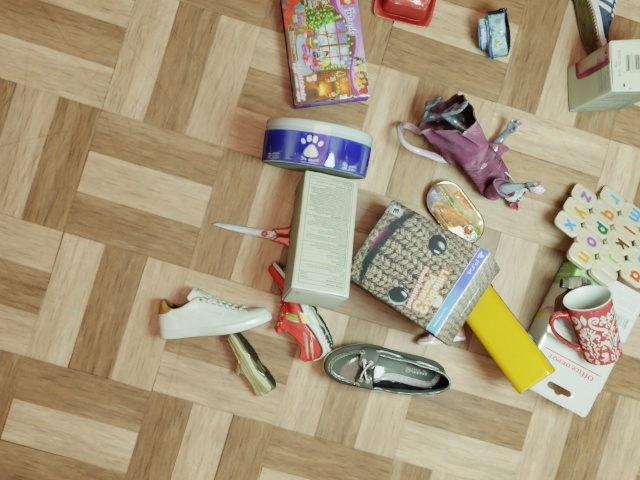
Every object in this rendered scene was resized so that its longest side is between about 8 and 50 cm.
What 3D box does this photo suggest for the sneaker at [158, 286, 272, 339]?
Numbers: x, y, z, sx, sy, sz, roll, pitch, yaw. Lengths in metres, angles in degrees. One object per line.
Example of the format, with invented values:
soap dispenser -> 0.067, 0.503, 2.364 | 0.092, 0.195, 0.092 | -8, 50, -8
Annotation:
sneaker -> -0.271, 0.176, 1.635 | 0.290, 0.106, 0.123 | -6, 92, -3

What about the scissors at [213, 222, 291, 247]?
scissors -> -0.130, -0.006, 1.689 | 0.297, 0.021, 0.109 | -4, 92, -6

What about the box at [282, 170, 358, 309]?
box -> 0.000, 0.000, 1.590 | 0.148, 0.121, 0.311 | 12, 67, -11

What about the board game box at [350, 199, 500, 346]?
board game box -> 0.248, 0.078, 1.589 | 0.291, 0.141, 0.232 | 32, 87, 31

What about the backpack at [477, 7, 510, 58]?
backpack -> 0.458, -0.540, 1.698 | 0.084, 0.105, 0.114 | -7, 91, 18

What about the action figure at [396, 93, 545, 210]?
action figure -> 0.401, -0.193, 1.646 | 0.275, 0.248, 0.370 | -28, 120, 28

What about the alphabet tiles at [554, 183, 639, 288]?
alphabet tiles -> 0.751, -0.014, 1.689 | 0.278, 0.021, 0.284 | 38, 61, 4

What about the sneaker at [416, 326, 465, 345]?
sneaker -> 0.316, 0.239, 1.706 | 0.134, 0.051, 0.070 | -8, 88, -7

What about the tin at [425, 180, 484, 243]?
tin -> 0.358, -0.074, 1.718 | 0.106, 0.040, 0.190 | -37, 92, 0

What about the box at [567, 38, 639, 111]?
box -> 0.757, -0.418, 1.650 | 0.148, 0.232, 0.127 | -3, 89, -4

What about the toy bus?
toy bus -> 0.443, 0.217, 1.622 | 0.108, 0.130, 0.333 | -38, 69, 12

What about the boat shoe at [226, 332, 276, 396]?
boat shoe -> -0.195, 0.322, 1.663 | 0.072, 0.068, 0.190 | -33, 92, 8

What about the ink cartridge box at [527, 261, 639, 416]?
ink cartridge box -> 0.670, 0.256, 1.695 | 0.207, 0.119, 0.353 | 29, 87, -2

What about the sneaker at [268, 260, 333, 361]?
sneaker -> -0.074, 0.188, 1.655 | 0.118, 0.107, 0.279 | -28, 89, 6

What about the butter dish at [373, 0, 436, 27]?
butter dish -> 0.235, -0.657, 1.673 | 0.160, 0.118, 0.160 | 13, 89, -4

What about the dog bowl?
dog bowl -> -0.009, -0.223, 1.578 | 0.264, 0.265, 0.104 | 9, 91, -4

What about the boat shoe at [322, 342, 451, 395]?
boat shoe -> 0.176, 0.333, 1.643 | 0.335, 0.095, 0.112 | 10, 90, -15

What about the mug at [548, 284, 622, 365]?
mug -> 0.656, 0.211, 1.578 | 0.113, 0.150, 0.169 | -43, 116, -44

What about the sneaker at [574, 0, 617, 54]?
sneaker -> 0.769, -0.642, 1.721 | 0.153, 0.099, 0.282 | -13, 87, -2

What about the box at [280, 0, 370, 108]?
box -> 0.011, -0.505, 1.685 | 0.200, 0.057, 0.293 | -8, 90, -5

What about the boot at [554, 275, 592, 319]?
boot -> 0.641, 0.146, 1.620 | 0.087, 0.042, 0.119 | 9, 94, -9
